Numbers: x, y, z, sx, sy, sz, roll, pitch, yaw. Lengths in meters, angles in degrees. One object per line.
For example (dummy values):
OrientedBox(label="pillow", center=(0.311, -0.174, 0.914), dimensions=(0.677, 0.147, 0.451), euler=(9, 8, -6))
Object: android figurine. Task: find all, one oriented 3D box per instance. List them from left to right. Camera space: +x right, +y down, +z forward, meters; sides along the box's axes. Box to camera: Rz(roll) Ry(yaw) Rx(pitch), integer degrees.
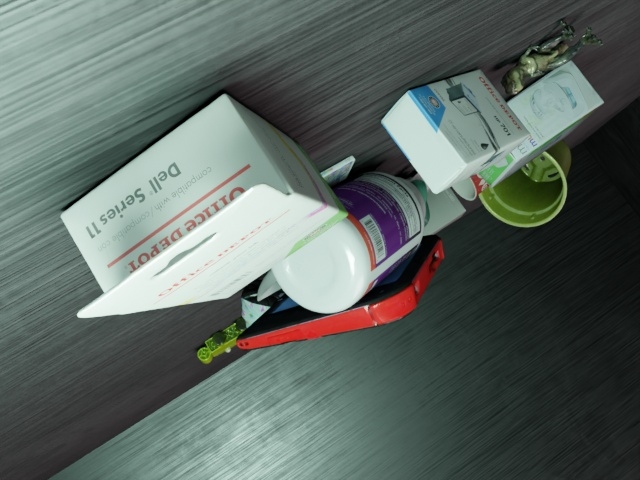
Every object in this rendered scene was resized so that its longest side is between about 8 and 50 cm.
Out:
OrientedBox(label="android figurine", center=(-0.288, 0.316, 2.086), dimensions=(0.248, 0.056, 0.273), euler=(-31, 169, -15))

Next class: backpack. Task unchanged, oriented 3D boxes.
OrientedBox(label="backpack", center=(-0.098, 0.155, 1.496), dimensions=(0.182, 0.115, 0.152), euler=(5, -161, 15))

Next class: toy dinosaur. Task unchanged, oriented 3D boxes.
OrientedBox(label="toy dinosaur", center=(0.409, -0.327, 1.114), dimensions=(0.268, 0.064, 0.118), euler=(-29, 177, -38))

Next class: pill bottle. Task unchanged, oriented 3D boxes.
OrientedBox(label="pill bottle", center=(0.065, -0.013, 1.119), dimensions=(0.181, 0.181, 0.323), euler=(-40, 175, 36))

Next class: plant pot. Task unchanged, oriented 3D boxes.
OrientedBox(label="plant pot", center=(0.671, -0.221, 2.033), dimensions=(0.254, 0.276, 0.276), euler=(-41, 179, -45))

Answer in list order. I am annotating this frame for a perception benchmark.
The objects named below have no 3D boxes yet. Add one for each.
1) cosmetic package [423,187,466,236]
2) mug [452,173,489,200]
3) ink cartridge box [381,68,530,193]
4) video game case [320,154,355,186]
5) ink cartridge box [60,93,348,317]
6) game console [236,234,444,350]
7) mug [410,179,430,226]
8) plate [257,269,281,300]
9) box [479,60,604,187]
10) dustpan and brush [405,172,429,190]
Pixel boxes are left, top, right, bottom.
OrientedBox(label="cosmetic package", center=(0.278, -0.062, 1.820), dimensions=(0.238, 0.127, 0.107), euler=(-35, 172, 0))
OrientedBox(label="mug", center=(0.443, -0.203, 1.707), dimensions=(0.169, 0.113, 0.150), euler=(-34, 173, -14))
OrientedBox(label="ink cartridge box", center=(0.208, -0.170, 0.973), dimensions=(0.191, 0.139, 0.082), euler=(-27, 167, -39))
OrientedBox(label="video game case", center=(-0.002, -0.093, 1.060), dimensions=(0.122, 0.011, 0.087), euler=(-31, 170, -15))
OrientedBox(label="ink cartridge box", center=(-0.112, -0.029, 0.676), dimensions=(0.207, 0.119, 0.353), euler=(-34, 172, 9))
OrientedBox(label="game console", center=(0.054, 0.091, 1.255), dimensions=(0.342, 0.060, 0.386), euler=(-14, -170, 24))
OrientedBox(label="mug", center=(0.182, -0.065, 1.452), dimensions=(0.129, 0.097, 0.158), euler=(-15, 161, 5))
OrientedBox(label="plate", center=(0.000, 0.000, 1.386), dimensions=(0.278, 0.045, 0.277), euler=(-30, 166, -40))
OrientedBox(label="box", center=(0.474, -0.260, 1.475), dimensions=(0.231, 0.126, 0.262), euler=(-35, 172, -3))
OrientedBox(label="dustpan and brush", center=(0.240, -0.146, 1.511), dimensions=(0.211, 0.060, 0.147), euler=(-37, 172, -23))
